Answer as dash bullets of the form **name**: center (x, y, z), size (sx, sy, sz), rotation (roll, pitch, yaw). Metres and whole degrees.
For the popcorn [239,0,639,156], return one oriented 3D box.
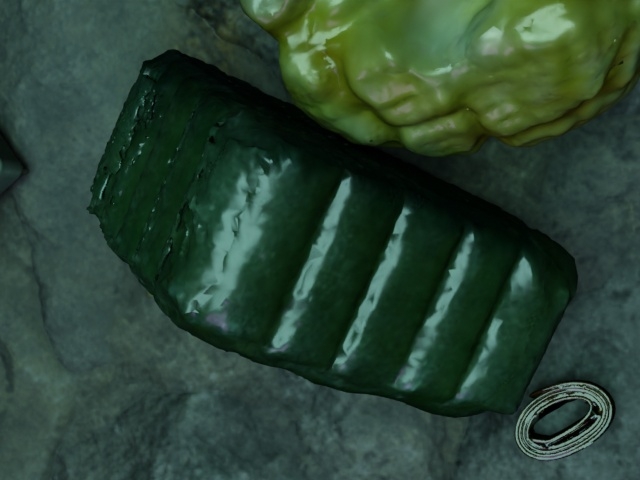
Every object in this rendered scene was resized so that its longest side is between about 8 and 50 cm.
- **popcorn**: center (0.092, -0.216, 0.979), size (0.293, 0.292, 0.334), rotation (-39, 91, 16)

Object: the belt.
- **belt**: center (0.197, 0.143, 1.105), size (0.083, 0.036, 0.059), rotation (-30, 79, 13)

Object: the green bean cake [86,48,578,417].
- **green bean cake**: center (0.000, 0.000, 1.044), size (0.308, 0.300, 0.169), rotation (20, 100, -26)

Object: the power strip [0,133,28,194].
- **power strip**: center (-0.383, -0.051, 1.236), size (0.215, 0.061, 0.145), rotation (-38, 77, 12)
